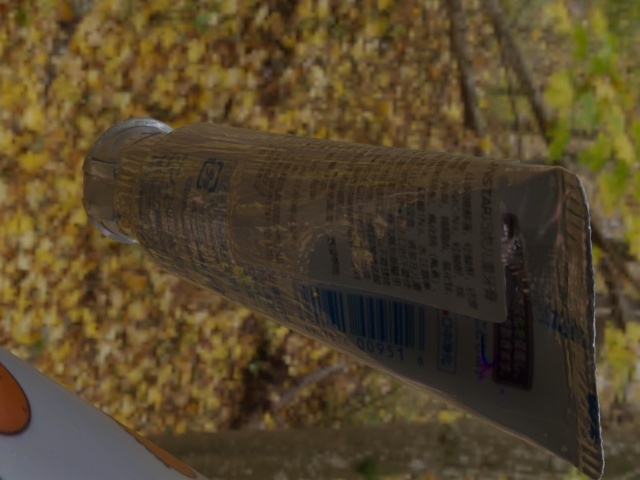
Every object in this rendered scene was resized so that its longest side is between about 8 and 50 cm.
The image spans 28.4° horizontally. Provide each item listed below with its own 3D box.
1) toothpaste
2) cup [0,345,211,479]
[{"bbox_3d":[0.000,0.000,0.530,0.073,0.299,0.114,-21,115,-35],"label":"toothpaste"},{"bbox_3d":[-0.132,0.138,0.392,0.317,0.212,0.212,44,47,-42],"label":"cup"}]
